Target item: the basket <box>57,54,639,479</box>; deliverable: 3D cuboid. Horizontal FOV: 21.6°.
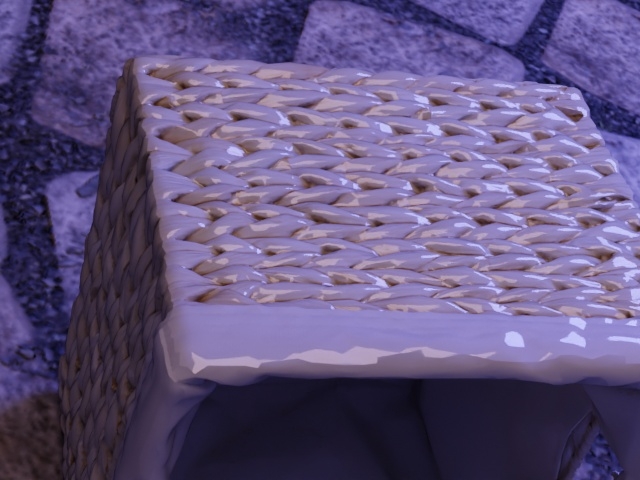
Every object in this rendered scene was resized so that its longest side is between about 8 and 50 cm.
[{"bbox_3d":[0.012,0.089,1.030,0.331,0.328,0.266,1,44,-19],"label":"basket"}]
